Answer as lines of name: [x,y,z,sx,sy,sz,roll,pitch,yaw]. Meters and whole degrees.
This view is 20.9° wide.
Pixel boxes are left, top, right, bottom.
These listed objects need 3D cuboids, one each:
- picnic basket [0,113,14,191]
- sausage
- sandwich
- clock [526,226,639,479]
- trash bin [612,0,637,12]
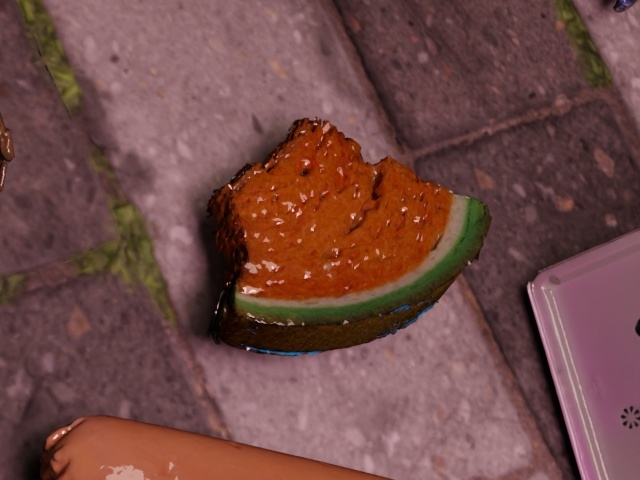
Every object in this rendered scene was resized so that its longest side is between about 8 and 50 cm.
picnic basket: [-0.245,-0.042,0.986,0.138,0.128,0.178,6,48,-30]
sausage: [-0.039,0.170,1.064,0.289,0.086,0.086,18,60,-30]
sandwich: [0.000,0.012,1.177,0.159,0.079,0.235,44,46,3]
clock: [0.245,0.093,1.259,0.071,0.147,0.192,4,66,-49]
trash bin: [0.232,-0.330,1.447,0.234,0.162,0.184,36,52,-10]
